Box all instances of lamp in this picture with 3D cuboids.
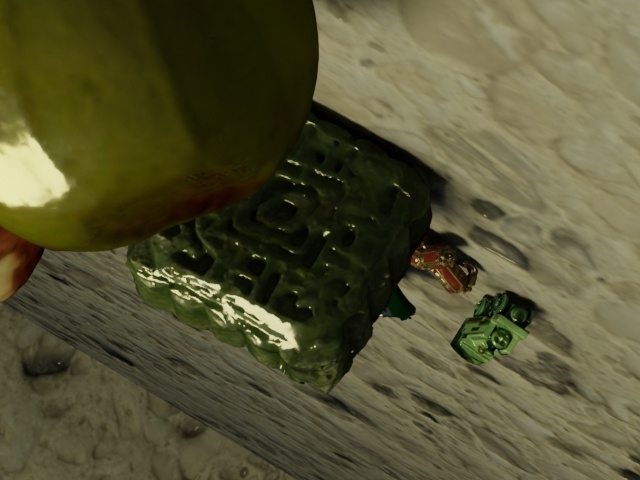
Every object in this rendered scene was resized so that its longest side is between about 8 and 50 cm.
[{"bbox_3d":[0.079,0.007,1.339,0.083,0.031,0.063,27,164,32],"label":"lamp"}]

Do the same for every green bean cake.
[{"bbox_3d":[-0.029,-0.005,1.219,0.181,0.173,0.094,30,164,11],"label":"green bean cake"}]

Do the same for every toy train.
[{"bbox_3d":[0.140,0.072,1.379,0.033,0.053,0.083,35,167,-11],"label":"toy train"}]

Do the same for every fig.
[{"bbox_3d":[-0.124,-0.131,0.923,0.239,0.239,0.271,22,137,34],"label":"fig"}]

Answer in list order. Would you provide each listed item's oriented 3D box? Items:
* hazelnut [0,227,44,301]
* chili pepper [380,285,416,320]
[{"bbox_3d":[-0.368,-0.068,1.693,0.261,0.241,0.261,18,134,20],"label":"hazelnut"},{"bbox_3d":[0.001,-0.002,1.407,0.224,0.061,0.098,38,179,-36],"label":"chili pepper"}]
